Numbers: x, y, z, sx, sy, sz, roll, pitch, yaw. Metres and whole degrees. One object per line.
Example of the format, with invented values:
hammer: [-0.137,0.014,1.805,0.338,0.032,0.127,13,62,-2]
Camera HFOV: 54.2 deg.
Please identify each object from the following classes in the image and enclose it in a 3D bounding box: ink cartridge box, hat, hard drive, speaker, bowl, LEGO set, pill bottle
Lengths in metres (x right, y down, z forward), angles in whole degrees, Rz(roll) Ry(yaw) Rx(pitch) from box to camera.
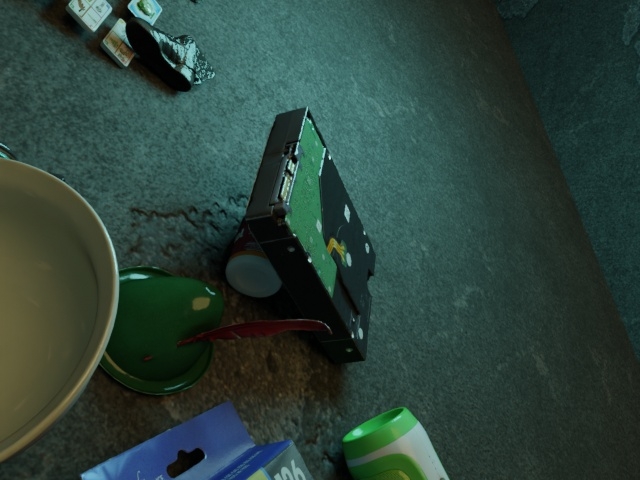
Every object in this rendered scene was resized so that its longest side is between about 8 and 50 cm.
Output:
ink cartridge box: [-0.066,0.322,0.650,0.307,0.072,0.303,61,15,10]
hat: [-0.143,0.073,0.747,0.208,0.183,0.173,1,63,-49]
hard drive: [0.000,0.000,0.964,0.237,0.064,0.339,-80,153,-43]
speaker: [0.143,0.397,0.888,0.131,0.131,0.297,-17,77,-53]
bowl: [-0.315,0.081,0.537,0.297,0.134,0.298,3,57,-4]
LEGO set: [-0.348,-0.404,1.003,0.182,0.060,0.244,48,36,-34]
pill bottle: [-0.086,0.004,0.949,0.086,0.086,0.152,38,40,-24]

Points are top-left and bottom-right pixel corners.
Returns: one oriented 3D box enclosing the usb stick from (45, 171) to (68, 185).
usb stick: [-0.319,0.044,0.668,0.077,0.045,0.278,-2,58,-7]

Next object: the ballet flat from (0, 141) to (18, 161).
ballet flat: [-0.427,-0.119,0.661,0.203,0.074,0.074,6,59,-44]

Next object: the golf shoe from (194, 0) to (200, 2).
golf shoe: [-0.261,-0.521,1.139,0.176,0.086,0.069,27,47,-33]

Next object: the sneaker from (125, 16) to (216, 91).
sneaker: [-0.241,-0.310,1.020,0.170,0.051,0.089,49,42,-38]
